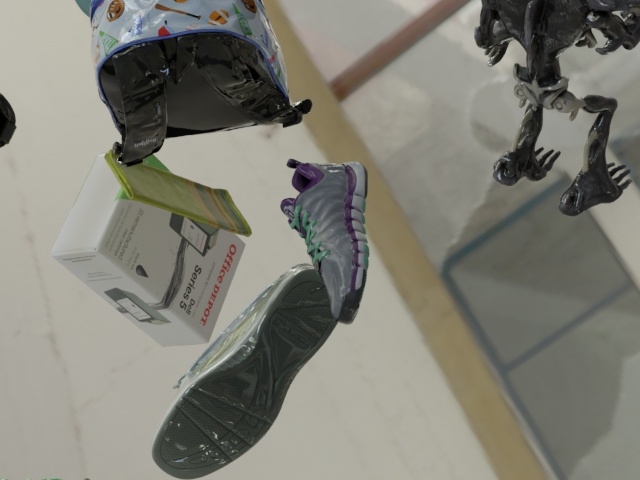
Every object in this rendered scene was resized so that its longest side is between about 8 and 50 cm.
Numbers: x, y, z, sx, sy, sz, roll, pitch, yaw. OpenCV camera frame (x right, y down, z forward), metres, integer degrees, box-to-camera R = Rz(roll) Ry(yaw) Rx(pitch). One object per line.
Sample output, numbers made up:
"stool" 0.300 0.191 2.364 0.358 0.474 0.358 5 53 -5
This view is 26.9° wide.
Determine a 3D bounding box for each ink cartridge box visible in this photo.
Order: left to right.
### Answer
"ink cartridge box" -0.262 0.014 2.103 0.273 0.114 0.198 45 -128 -38

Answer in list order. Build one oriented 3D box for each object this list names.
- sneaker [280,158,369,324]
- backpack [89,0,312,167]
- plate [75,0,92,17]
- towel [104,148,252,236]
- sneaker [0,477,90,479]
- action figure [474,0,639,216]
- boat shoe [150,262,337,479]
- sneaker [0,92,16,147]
"sneaker" 0.000 0.000 1.498 0.098 0.083 0.224 8 -134 -8
"backpack" -0.170 -0.244 1.704 0.263 0.276 0.213 74 -178 -74
"plate" -0.262 -0.368 1.913 0.188 0.188 0.024 36 -152 -43
"towel" -0.198 -0.065 1.908 0.237 0.021 0.102 19 -154 -48
"sneaker" -0.369 0.362 1.800 0.410 0.182 0.158 17 -144 -12
"action figure" 0.202 -0.164 1.115 0.141 0.164 0.276 -50 -34 -40
"boat shoe" -0.096 0.162 1.695 0.118 0.320 0.103 37 177 -17
"sneaker" -0.367 -0.118 1.351 0.146 0.102 0.293 14 175 11
